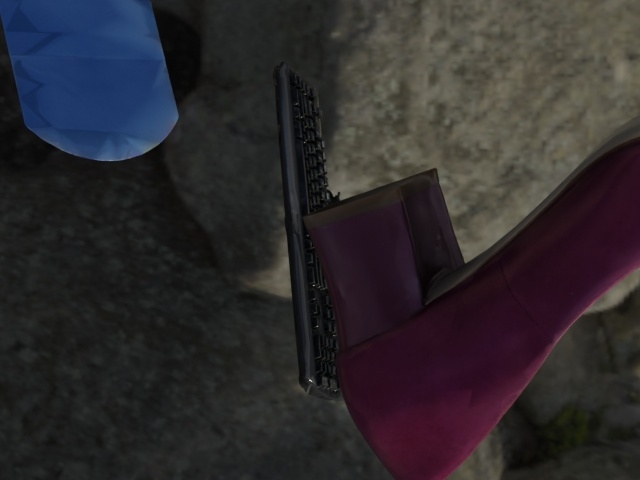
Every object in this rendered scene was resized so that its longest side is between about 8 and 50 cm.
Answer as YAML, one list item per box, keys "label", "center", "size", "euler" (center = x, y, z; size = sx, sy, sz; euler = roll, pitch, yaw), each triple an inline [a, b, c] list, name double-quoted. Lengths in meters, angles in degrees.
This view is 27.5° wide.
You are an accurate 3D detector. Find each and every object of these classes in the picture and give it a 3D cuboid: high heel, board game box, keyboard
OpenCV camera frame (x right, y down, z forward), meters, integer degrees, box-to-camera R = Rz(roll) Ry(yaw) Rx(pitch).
- label: "high heel"
  center: [0.167, 0.027, 0.666]
  size: [0.127, 0.377, 0.181]
  euler: [-25, 98, -50]
- label: "board game box"
  center: [-0.183, -0.134, 1.002]
  size: [0.133, 0.033, 0.168]
  euler: [-5, 75, -39]
- label: "keyboard"
  center: [0.000, 0.000, 1.284]
  size: [0.201, 0.033, 0.317]
  euler: [41, 44, -74]
